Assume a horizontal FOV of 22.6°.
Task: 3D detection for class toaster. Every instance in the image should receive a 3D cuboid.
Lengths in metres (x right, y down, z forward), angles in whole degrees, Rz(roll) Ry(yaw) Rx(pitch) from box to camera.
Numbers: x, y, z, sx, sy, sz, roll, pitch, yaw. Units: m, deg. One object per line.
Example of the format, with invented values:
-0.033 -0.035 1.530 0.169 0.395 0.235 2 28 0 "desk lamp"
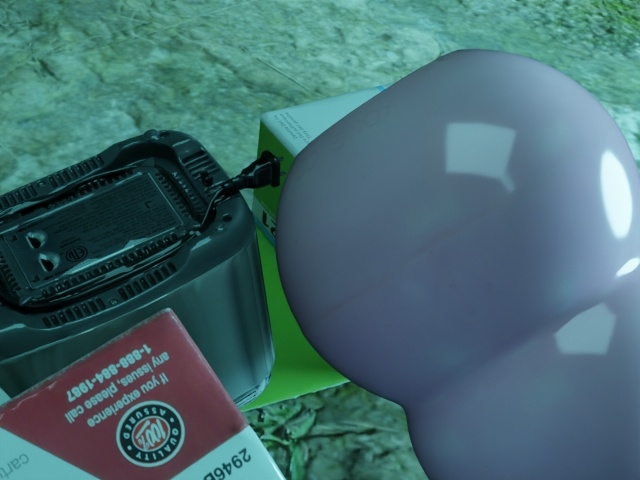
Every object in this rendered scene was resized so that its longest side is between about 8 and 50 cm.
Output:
-0.118 0.039 0.924 0.227 0.146 0.129 -25 46 -15 "toaster"

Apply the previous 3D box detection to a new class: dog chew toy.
0.122 0.063 0.879 0.206 0.206 0.332 -33 88 -41 "dog chew toy"

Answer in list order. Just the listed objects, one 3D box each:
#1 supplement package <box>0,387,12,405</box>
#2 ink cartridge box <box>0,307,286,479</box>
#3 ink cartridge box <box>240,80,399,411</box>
-0.260 0.138 0.789 0.194 0.149 0.203 -23 46 -35 "supplement package"
-0.078 0.198 0.652 0.197 0.114 0.273 -32 87 -37 "ink cartridge box"
0.000 0.000 1.065 0.255 0.097 0.189 -15 43 -28 "ink cartridge box"
